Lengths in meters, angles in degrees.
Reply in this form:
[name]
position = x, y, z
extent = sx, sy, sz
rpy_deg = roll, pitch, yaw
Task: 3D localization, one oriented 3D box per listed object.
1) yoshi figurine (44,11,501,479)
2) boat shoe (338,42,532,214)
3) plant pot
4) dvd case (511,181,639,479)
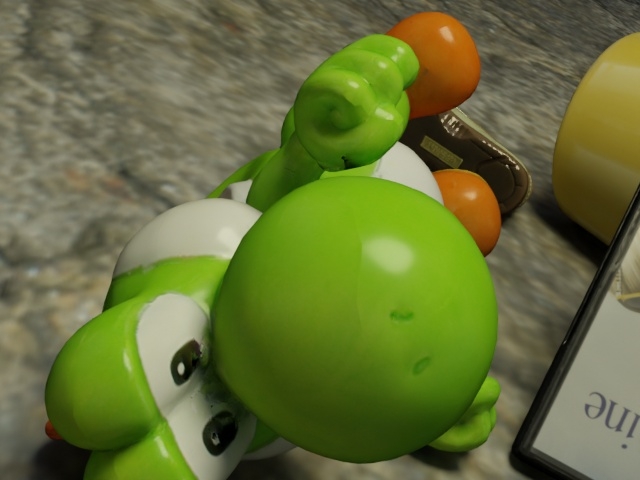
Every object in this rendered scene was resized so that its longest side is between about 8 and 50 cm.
[yoshi figurine]
position = 0.026, 0.005, 0.500
extent = 0.203, 0.203, 0.362
rpy_deg = 35, 32, 4
[boat shoe]
position = 0.089, -0.088, 0.840
extent = 0.190, 0.068, 0.072
rpy_deg = 44, 20, 12
[plant pot]
position = 0.320, -0.047, 0.785
extent = 0.254, 0.254, 0.239
rpy_deg = -8, 27, -45
[dvd case]
position = 0.240, 0.050, 0.580
extent = 0.180, 0.253, 0.022
rpy_deg = 28, -13, 4
